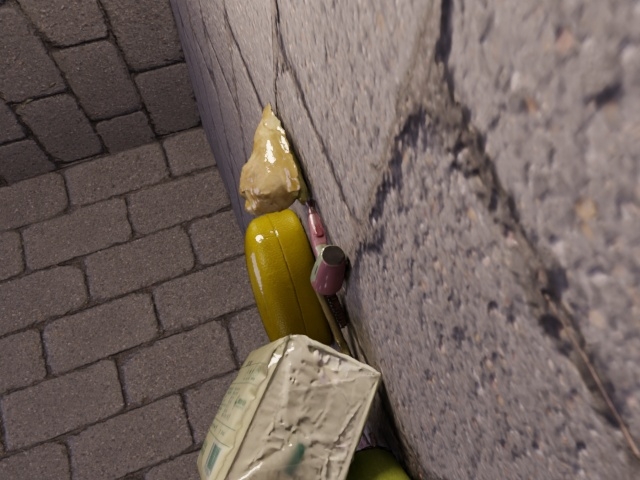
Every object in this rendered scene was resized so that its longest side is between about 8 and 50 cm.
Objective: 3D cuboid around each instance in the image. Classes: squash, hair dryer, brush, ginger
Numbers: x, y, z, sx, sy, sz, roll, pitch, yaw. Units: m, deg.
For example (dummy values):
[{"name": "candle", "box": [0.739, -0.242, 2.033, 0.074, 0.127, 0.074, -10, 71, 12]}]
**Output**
[{"name": "squash", "box": [0.111, 0.450, 0.859, 0.247, 0.132, 0.133, -131, 24, -65]}, {"name": "hair dryer", "box": [-0.001, 0.001, 0.888, 0.106, 0.053, 0.154, 98, 156, -59]}, {"name": "brush", "box": [0.041, 0.172, 1.013, 0.043, 0.036, 0.248, -121, 8, -64]}, {"name": "ginger", "box": [-0.097, -0.137, 0.964, 0.115, 0.122, 0.193, 44, -154, -66]}]

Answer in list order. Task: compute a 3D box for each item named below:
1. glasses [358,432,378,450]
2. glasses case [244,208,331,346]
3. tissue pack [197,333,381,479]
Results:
[{"name": "glasses", "box": [0.092, 0.467, 1.110, 0.255, 0.095, 0.162, 111, 147, -71]}, {"name": "glasses case", "box": [-0.074, 0.121, 1.211, 0.173, 0.141, 0.371, -125, 18, -54]}, {"name": "tissue pack", "box": [-0.074, 0.337, 0.992, 0.207, 0.297, 0.380, 28, 163, -6]}]
